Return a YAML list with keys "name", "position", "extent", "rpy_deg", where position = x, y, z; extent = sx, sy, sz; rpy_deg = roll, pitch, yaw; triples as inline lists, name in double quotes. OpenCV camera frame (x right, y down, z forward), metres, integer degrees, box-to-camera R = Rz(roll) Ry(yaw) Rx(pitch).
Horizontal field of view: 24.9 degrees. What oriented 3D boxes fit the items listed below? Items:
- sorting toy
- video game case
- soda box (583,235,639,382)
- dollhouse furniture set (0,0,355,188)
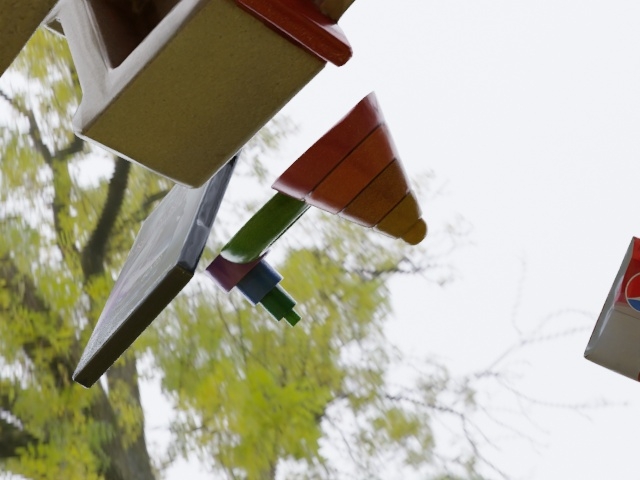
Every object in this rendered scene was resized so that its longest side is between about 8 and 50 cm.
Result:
- name: "sorting toy"
  position: [0.000, 0.000, 1.330]
  extent: [0.126, 0.365, 0.127]
  rpy_deg: [45, -120, 1]
- name: "video game case"
  position: [-0.158, 0.006, 1.480]
  extent: [0.026, 0.274, 0.196]
  rpy_deg: [35, -55, -15]
- name: "soda box"
  position: [0.258, 0.066, 0.955]
  extent: [0.092, 0.263, 0.083]
  rpy_deg: [22, -88, 25]
- name: "dollhouse furniture set"
  position: [-0.101, -0.132, 0.407]
  extent: [0.259, 0.262, 0.135]
  rpy_deg: [26, -65, -36]
